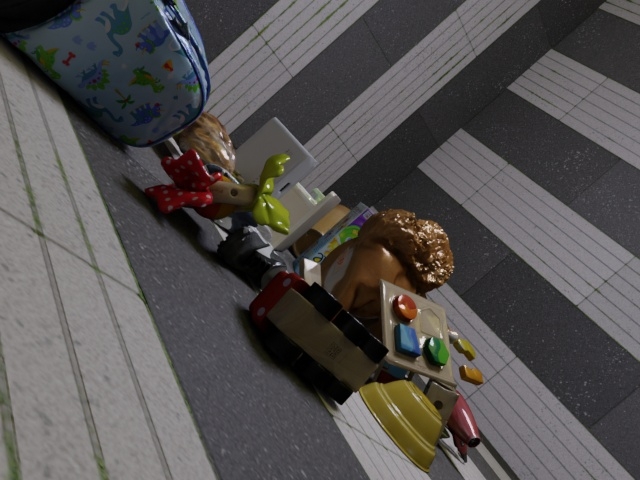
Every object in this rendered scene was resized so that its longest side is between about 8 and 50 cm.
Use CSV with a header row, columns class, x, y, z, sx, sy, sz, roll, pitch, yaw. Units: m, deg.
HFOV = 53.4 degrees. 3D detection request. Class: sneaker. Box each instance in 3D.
class,x,y,z,sx,sy,sz,roll,pitch,yaw
sneaker,-0.110,0.040,1.165,0.106,0.078,0.234,47,1,16
sneaker,-0.202,-0.092,1.381,0.235,0.094,0.153,46,3,-37

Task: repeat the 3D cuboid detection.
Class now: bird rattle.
class,x,y,z,sx,sy,sz,roll,pitch,yaw
bird rattle,-0.175,-0.069,1.075,0.207,0.254,0.142,-9,-94,59

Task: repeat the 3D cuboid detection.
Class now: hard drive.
class,x,y,z,sx,sy,sz,roll,pitch,yaw
hard drive,-0.143,-0.203,1.688,0.040,0.203,0.307,47,4,-35

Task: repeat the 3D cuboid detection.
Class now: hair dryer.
class,x,y,z,sx,sy,sz,roll,pitch,yaw
hair dryer,0.380,0.499,1.723,0.223,0.080,0.293,61,-2,8

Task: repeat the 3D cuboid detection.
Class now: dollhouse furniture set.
class,x,y,z,sx,sy,sz,roll,pitch,yaw
dollhouse furniture set,0.201,0.358,1.450,0.184,0.128,0.129,25,0,10

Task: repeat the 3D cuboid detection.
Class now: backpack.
class,x,y,z,sx,sy,sz,roll,pitch,yaw
backpack,-0.337,-0.330,1.070,0.273,0.290,0.355,60,1,25

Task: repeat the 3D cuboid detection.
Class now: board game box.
class,x,y,z,sx,sy,sz,roll,pitch,yaw
board game box,0.070,0.036,1.860,0.142,0.275,0.144,48,3,-10

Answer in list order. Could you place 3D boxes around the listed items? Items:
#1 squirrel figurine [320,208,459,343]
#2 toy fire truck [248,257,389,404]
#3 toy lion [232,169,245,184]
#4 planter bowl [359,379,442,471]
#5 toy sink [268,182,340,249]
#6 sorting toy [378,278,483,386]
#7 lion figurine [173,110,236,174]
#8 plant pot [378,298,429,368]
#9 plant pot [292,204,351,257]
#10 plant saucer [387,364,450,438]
class,x,y,z,sx,sy,sz,roll,pitch,yaw
squirrel figurine,0.216,0.126,1.655,0.371,0.396,0.281,35,0,-17
toy fire truck,-0.023,0.113,1.047,0.217,0.158,0.246,46,-7,-38
toy lion,-0.241,-0.175,1.615,0.096,0.034,0.100,38,7,-25
planter bowl,0.180,0.350,1.288,0.217,0.090,0.217,49,4,-4
toy sink,-0.077,-0.093,1.824,0.131,0.234,0.153,49,4,7
sorting toy,0.263,0.223,1.477,0.307,0.041,0.228,24,43,-29
lion figurine,-0.307,-0.264,1.518,0.240,0.142,0.392,41,8,-19
plant pot,0.215,0.225,1.954,0.293,0.235,0.293,48,4,-4
plant pot,0.000,0.000,2.159,0.237,0.237,0.254,49,19,6
plant saucer,0.248,0.433,1.683,0.241,0.037,0.241,49,2,-2
